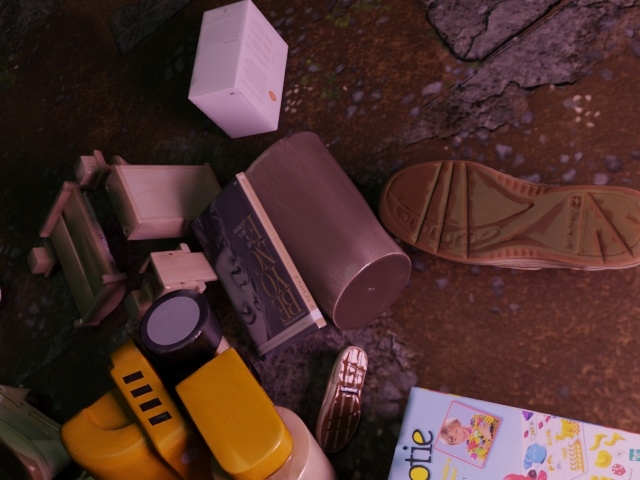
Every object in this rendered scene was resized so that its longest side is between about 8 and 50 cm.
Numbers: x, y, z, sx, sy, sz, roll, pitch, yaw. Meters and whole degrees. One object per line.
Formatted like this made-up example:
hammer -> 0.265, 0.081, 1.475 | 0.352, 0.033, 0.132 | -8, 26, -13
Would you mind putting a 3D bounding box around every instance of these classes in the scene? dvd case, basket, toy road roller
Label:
dvd case -> -0.089, 0.041, 1.058 | 0.221, 0.018, 0.164 | 61, 143, 7
basket -> 0.000, 0.000, 1.065 | 0.227, 0.154, 0.204 | 46, 109, 33
toy road roller -> -0.156, 0.247, 0.963 | 0.240, 0.203, 0.329 | -37, 49, -10

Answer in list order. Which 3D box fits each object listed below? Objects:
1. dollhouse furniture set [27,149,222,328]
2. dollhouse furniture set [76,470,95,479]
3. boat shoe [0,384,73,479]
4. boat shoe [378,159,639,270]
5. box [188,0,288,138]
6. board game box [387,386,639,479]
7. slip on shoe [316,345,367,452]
dollhouse furniture set -> -0.297, 0.043, 1.285 | 0.355, 0.173, 0.303 | -48, 60, 39
dollhouse furniture set -> -0.319, 0.364, 1.094 | 0.161, 0.101, 0.182 | -38, 53, 8
boat shoe -> -0.486, 0.280, 1.246 | 0.302, 0.109, 0.098 | 22, 39, 37
boat shoe -> 0.233, -0.017, 0.961 | 0.341, 0.110, 0.122 | 13, 85, 31
box -> -0.129, -0.274, 1.287 | 0.091, 0.130, 0.171 | -7, 63, 27
board game box -> 0.223, 0.257, 0.805 | 0.275, 0.142, 0.144 | 7, 70, 32
slip on shoe -> 0.024, 0.201, 1.017 | 0.041, 0.051, 0.135 | 161, 123, -69
